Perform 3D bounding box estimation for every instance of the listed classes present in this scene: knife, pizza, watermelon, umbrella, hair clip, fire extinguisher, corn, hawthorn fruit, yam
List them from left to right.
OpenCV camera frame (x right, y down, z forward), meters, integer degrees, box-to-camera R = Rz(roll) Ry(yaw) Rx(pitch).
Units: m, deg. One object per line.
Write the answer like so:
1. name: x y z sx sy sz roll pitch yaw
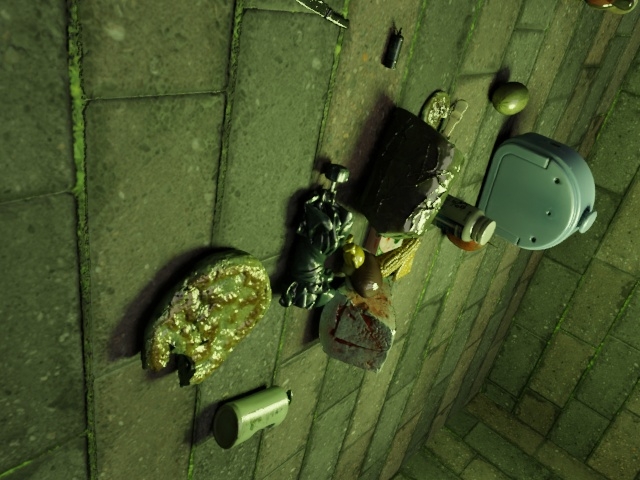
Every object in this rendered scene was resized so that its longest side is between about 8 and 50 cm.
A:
1. umbrella: 0.000 0.001 1.176 0.143 0.094 0.349 -11 124 -55
2. knife: 0.001 -0.398 0.908 0.170 0.010 0.023 0 117 -52
3. watermelon: 0.134 0.220 1.444 0.261 0.201 0.213 -15 129 -50
4. corn: 0.215 0.044 1.528 0.207 0.068 0.068 -34 141 -33
5. fire extinguisher: 0.156 -0.403 1.105 0.038 0.025 0.083 -79 -176 -64
6. pizza: 0.263 0.087 1.671 0.123 0.026 0.108 -56 151 -7
7. yam: 0.210 -0.135 1.263 0.271 0.201 0.202 -56 148 10
8. hair clip: 0.334 -0.277 1.439 0.226 0.034 0.072 -64 174 19
9. hawthorn fruit: 0.494 -0.034 1.756 0.189 0.149 0.149 -95 -155 -71

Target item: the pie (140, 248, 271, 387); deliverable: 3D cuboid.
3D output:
1. pie: -0.213 0.152 1.039 0.302 0.067 0.302 -32 139 -33

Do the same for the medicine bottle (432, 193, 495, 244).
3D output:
1. medicine bottle: 0.425 -0.064 1.603 0.107 0.191 0.107 -34 141 -33

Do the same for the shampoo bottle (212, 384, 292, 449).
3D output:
1. shampoo bottle: -0.155 0.436 1.342 0.234 0.087 0.118 -4 118 -52

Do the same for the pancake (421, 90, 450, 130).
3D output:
1. pancake: 0.293 -0.323 1.362 0.116 0.022 0.129 26 90 -58

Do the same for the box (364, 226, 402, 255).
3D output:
1. box: 0.183 -0.017 1.454 0.125 0.043 0.089 -19 132 -45

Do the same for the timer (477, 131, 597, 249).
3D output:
1. timer: 0.749 -0.150 1.800 0.173 0.395 0.395 -22 134 -37

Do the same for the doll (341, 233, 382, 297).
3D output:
1. doll: 0.096 0.062 1.352 0.096 0.145 0.188 -24 107 8

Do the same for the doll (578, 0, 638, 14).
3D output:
1. doll: 0.856 -0.810 1.586 0.330 0.174 0.235 19 71 -60

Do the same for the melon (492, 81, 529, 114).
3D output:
1. melon: 0.566 -0.424 1.576 0.130 0.098 0.098 -21 133 -37
